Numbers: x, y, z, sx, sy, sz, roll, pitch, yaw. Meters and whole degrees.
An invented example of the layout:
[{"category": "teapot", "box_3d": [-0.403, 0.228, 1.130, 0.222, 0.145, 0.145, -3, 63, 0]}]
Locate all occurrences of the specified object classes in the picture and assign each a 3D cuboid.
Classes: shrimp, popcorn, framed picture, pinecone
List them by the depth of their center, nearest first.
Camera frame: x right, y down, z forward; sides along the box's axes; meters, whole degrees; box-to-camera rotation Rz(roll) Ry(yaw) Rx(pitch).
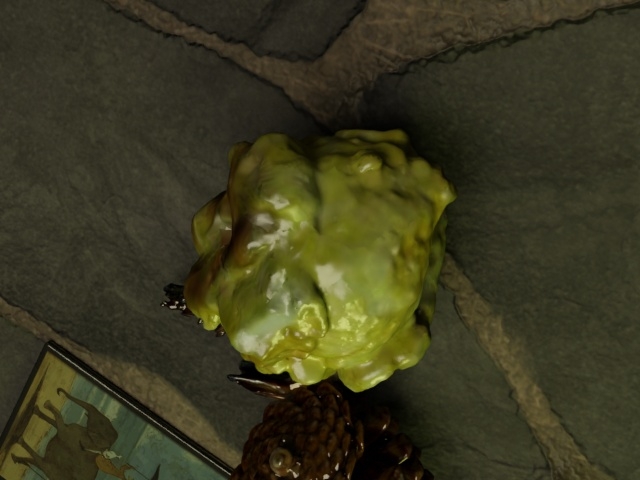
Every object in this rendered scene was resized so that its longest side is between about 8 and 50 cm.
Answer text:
[{"category": "popcorn", "box_3d": [0.009, 0.008, 1.557, 0.312, 0.312, 0.312, 8, 112, 20]}, {"category": "pinecone", "box_3d": [0.023, 0.319, 1.696, 0.264, 0.264, 0.264, 8, 112, 20]}, {"category": "shrimp", "box_3d": [-0.065, 0.127, 1.763, 0.289, 0.075, 0.178, 3, 113, 8]}, {"category": "framed picture", "box_3d": [-0.298, 0.333, 1.960, 0.347, 0.016, 0.265, 35, 118, 7]}]
